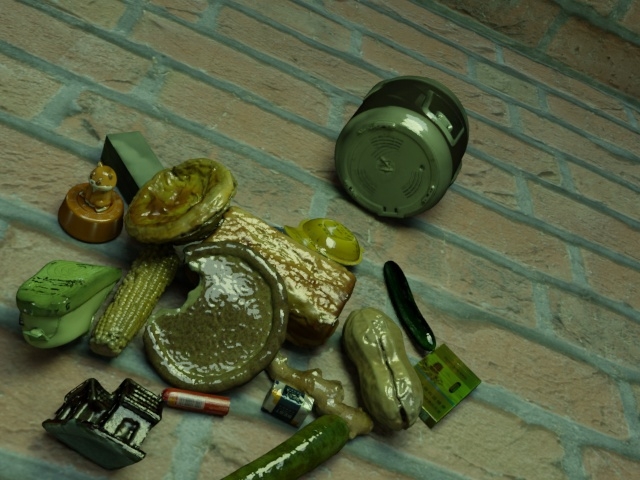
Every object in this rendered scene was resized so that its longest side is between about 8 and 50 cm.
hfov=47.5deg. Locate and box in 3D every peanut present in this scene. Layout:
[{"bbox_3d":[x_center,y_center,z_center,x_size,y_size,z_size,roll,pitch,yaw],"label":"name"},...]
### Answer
[{"bbox_3d":[0.125,0.251,1.477,0.130,0.130,0.290,5,45,-28],"label":"peanut"}]

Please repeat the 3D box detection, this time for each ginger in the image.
[{"bbox_3d":[-0.015,0.280,1.408,0.288,0.075,0.089,39,62,4],"label":"ginger"}]

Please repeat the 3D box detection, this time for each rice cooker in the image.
[{"bbox_3d":[0.228,-0.254,1.928,0.335,0.335,0.325,32,39,2],"label":"rice cooker"}]

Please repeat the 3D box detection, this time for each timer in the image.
[{"bbox_3d":[-0.450,-0.092,1.467,0.132,0.152,0.132,17,41,-16],"label":"timer"}]

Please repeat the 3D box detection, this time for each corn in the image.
[{"bbox_3d":[-0.349,0.105,1.378,0.086,0.086,0.288,27,41,-4],"label":"corn"}]

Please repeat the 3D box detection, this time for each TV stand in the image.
[{"bbox_3d":[-0.384,-0.121,1.596,0.088,0.083,0.269,-14,57,-38],"label":"TV stand"}]

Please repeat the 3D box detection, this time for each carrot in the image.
[{"bbox_3d":[-0.086,0.394,1.246,0.358,0.074,0.074,-19,60,-41],"label":"carrot"}]

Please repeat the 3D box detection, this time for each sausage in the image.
[{"bbox_3d":[-0.228,0.287,1.300,0.129,0.034,0.034,14,42,-19],"label":"sausage"}]

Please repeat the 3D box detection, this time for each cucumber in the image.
[{"bbox_3d":[0.201,0.147,1.696,0.056,0.056,0.284,5,42,-28],"label":"cucumber"}]

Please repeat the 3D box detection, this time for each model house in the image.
[{"bbox_3d":[-0.338,0.279,1.182,0.165,0.106,0.152,33,41,-4],"label":"model house"}]

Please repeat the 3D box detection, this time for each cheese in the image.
[{"bbox_3d":[0.000,0.000,1.681,0.270,0.069,0.177,5,35,-47],"label":"cheese"}]

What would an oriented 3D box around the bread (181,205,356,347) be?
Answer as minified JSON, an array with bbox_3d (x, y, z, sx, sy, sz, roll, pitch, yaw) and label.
[{"bbox_3d":[-0.106,0.082,1.503,0.344,0.149,0.195,32,52,1],"label":"bread"}]

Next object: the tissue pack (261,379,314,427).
[{"bbox_3d":[-0.061,0.305,1.359,0.083,0.062,0.042,27,36,-5],"label":"tissue pack"}]

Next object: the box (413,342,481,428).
[{"bbox_3d":[0.253,0.310,1.574,0.121,0.030,0.193,46,41,18],"label":"box"}]

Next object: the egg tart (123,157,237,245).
[{"bbox_3d":[-0.269,-0.065,1.435,0.241,0.106,0.241,-15,41,13],"label":"egg tart"}]

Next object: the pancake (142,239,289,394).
[{"bbox_3d":[-0.196,0.137,1.363,0.288,0.033,0.286,-23,81,-15],"label":"pancake"}]

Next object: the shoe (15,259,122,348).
[{"bbox_3d":[-0.455,0.101,1.282,0.140,0.128,0.262,20,11,-1],"label":"shoe"}]
